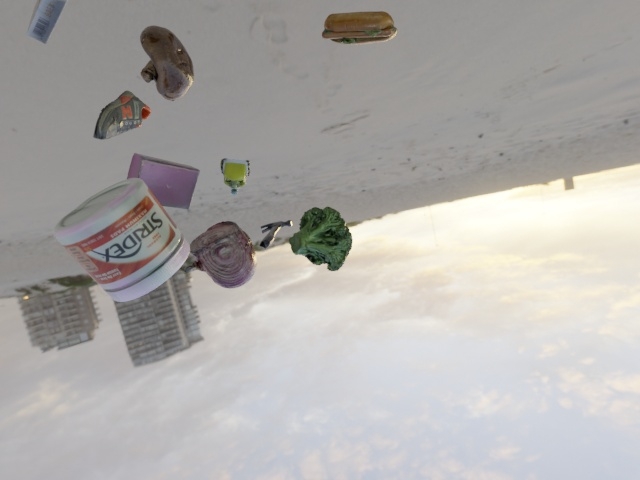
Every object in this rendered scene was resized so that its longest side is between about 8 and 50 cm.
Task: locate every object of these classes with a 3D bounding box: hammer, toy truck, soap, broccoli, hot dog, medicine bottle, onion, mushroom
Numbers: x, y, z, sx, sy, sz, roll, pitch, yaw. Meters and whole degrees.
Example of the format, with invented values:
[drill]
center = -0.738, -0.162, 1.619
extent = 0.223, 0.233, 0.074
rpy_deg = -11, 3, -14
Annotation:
[hammer]
center = -0.218, -0.029, 1.859
extent = 0.137, 0.037, 0.290
rpy_deg = -9, -162, 11
[toy truck]
center = -0.222, -0.165, 1.105
extent = 0.076, 0.077, 0.111
rpy_deg = 2, 168, -10
[soap]
center = -0.621, -0.227, 1.671
extent = 0.081, 0.181, 0.259
rpy_deg = 25, -167, 34
[broccoli]
center = 0.000, 0.000, 1.663
extent = 0.241, 0.269, 0.261
rpy_deg = 0, 142, -39
[hot dog]
center = 0.115, -0.646, 1.302
extent = 0.249, 0.068, 0.100
rpy_deg = 16, 165, 33
[medicine bottle]
center = -0.520, -0.007, 1.130
extent = 0.252, 0.241, 0.252
rpy_deg = -21, -149, 13
[onion]
center = -0.362, 0.065, 1.645
extent = 0.272, 0.230, 0.256
rpy_deg = -26, -156, 17
[mushroom]
center = -0.496, -0.590, 1.401
extent = 0.138, 0.231, 0.194
rpy_deg = -1, -144, 22

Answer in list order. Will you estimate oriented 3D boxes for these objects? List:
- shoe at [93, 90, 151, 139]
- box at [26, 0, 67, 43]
[shoe]
center = -0.492, -0.305, 1.061
extent = 0.074, 0.077, 0.194
rpy_deg = -49, -160, 38
[box]
center = -0.890, -0.790, 1.399
extent = 0.233, 0.149, 0.067
rpy_deg = -32, 147, 35
